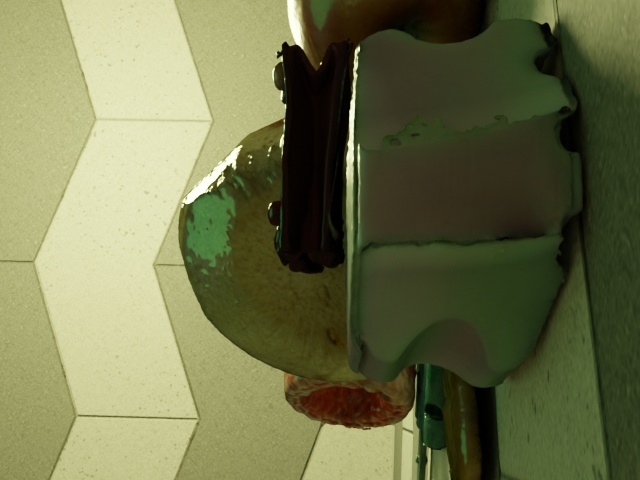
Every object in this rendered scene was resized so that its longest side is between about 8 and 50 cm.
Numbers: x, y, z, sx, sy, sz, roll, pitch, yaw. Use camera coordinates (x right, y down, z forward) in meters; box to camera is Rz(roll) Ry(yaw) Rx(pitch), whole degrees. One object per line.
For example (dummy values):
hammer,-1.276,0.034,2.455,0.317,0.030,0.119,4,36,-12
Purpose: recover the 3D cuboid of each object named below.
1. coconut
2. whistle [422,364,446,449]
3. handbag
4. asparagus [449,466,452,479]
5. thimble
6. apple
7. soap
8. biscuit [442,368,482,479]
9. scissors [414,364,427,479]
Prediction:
coconut,0.000,0.000,1.284,0.415,0.415,0.345,-71,3,-84
whistle,0.168,0.206,1.357,0.039,0.039,0.186,-83,-5,-73
handbag,-0.008,-0.076,0.948,0.203,0.073,0.216,53,-139,-84
asparagus,0.174,0.305,1.237,0.016,0.016,0.163,-59,15,31
thimble,0.051,0.209,1.624,0.239,0.239,0.162,88,-172,-60
apple,0.075,-0.269,1.108,0.253,0.253,0.254,1,-90,-88
soap,0.098,-0.014,0.819,0.446,0.156,0.261,87,-175,-76
biscuit,0.157,0.192,1.060,0.260,0.041,0.203,-76,-13,-75
scissors,0.177,0.341,1.645,0.192,0.029,0.447,-82,-7,-74
